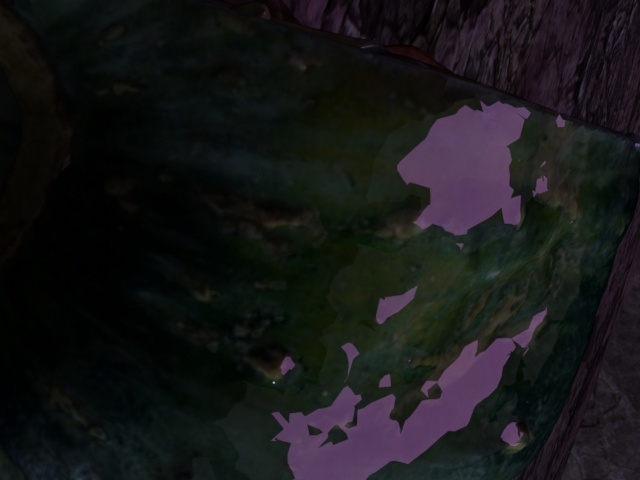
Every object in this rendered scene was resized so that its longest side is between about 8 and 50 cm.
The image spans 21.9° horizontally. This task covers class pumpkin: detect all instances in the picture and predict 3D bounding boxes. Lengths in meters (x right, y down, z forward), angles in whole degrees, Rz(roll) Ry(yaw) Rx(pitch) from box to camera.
[{"bbox_3d":[-0.071,0.013,0.498,0.263,0.292,0.197,-36,144,-78],"label":"pumpkin"}]

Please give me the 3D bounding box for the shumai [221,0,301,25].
[{"bbox_3d":[-0.081,-0.023,0.704,0.185,0.218,0.184,-29,-174,-4],"label":"shumai"}]

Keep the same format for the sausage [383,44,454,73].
[{"bbox_3d":[0.000,0.001,0.918,0.268,0.153,0.141,-58,-178,-37],"label":"sausage"}]
